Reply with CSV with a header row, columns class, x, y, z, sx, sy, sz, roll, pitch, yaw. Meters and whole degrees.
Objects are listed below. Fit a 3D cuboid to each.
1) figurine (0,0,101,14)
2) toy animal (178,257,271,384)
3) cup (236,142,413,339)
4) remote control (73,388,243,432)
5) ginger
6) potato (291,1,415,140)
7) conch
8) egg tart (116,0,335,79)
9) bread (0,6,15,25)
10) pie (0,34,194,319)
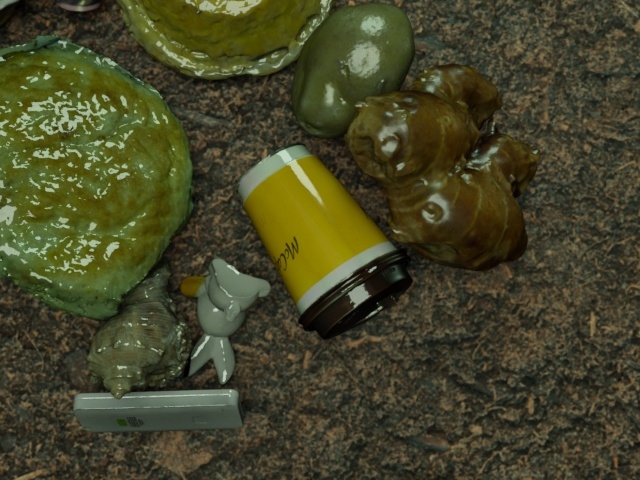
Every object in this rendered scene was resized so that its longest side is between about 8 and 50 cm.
class,x,y,z,sx,sy,sz,roll,pitch,yaw
figurine,-0.497,-0.475,1.539,0.361,0.211,0.253,-16,68,-30
toy animal,-0.167,0.119,1.585,0.131,0.181,0.127,22,43,-7
cup,0.000,0.000,1.555,0.196,0.196,0.279,-34,78,-1
remote control,-0.246,0.262,1.577,0.250,0.103,0.034,-3,59,2
ginger,0.200,-0.098,1.539,0.274,0.152,0.357,-43,107,-37
potato,0.046,-0.261,1.573,0.160,0.178,0.235,33,88,-8
conch,-0.275,0.140,1.553,0.178,0.163,0.245,-19,46,33
egg tart,-0.151,-0.441,1.603,0.388,0.169,0.387,0,88,-3
bread,-0.599,-0.428,1.651,0.239,0.074,0.092,41,80,4
pie,-0.377,-0.096,1.533,0.418,0.180,0.395,44,52,3
